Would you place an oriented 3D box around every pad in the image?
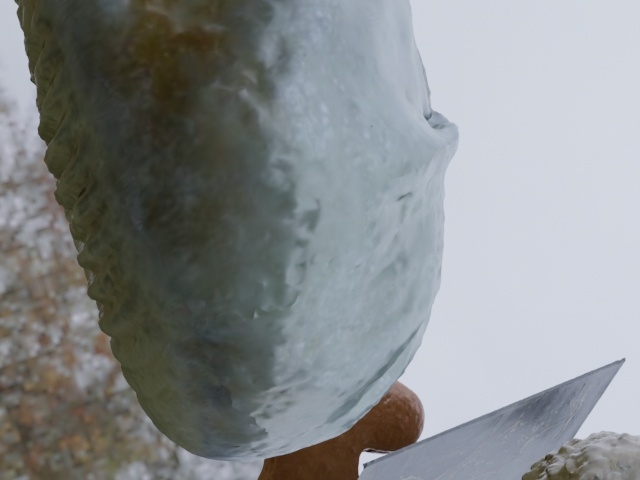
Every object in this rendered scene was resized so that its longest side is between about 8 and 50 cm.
[{"bbox_3d":[0.153,0.253,1.758,0.007,0.367,0.248,54,-37,28],"label":"pad"}]

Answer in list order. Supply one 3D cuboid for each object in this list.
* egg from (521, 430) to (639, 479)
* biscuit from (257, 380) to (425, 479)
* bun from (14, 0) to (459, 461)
[{"bbox_3d":[0.254,0.316,1.344,0.279,0.279,0.310,179,-80,-69],"label":"egg"},{"bbox_3d":[0.027,0.235,1.814,0.036,0.186,0.192,7,-101,60],"label":"biscuit"},{"bbox_3d":[-0.049,-0.065,0.895,0.362,0.211,0.362,160,-90,-81],"label":"bun"}]
